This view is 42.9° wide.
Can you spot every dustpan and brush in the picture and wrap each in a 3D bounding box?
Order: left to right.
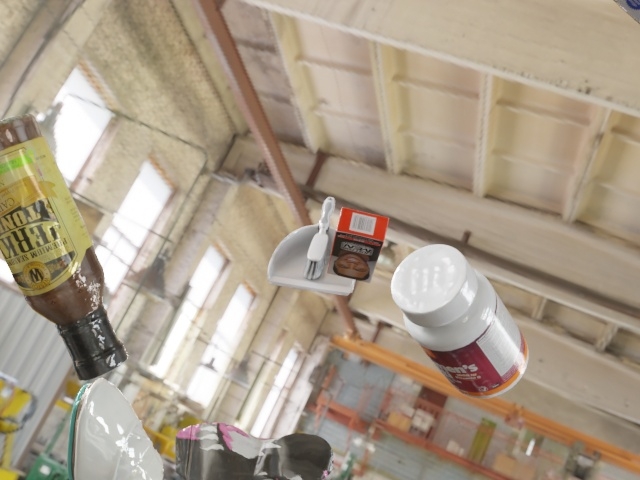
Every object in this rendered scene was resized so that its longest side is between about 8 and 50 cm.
[{"bbox_3d":[0.000,0.000,1.412,0.147,0.211,0.060,8,-55,6],"label":"dustpan and brush"}]

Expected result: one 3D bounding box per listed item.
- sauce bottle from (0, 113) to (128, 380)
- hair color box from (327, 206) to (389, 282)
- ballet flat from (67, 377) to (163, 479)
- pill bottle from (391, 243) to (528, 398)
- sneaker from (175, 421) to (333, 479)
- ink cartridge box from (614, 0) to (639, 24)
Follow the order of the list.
[{"bbox_3d":[-0.345,0.013,1.044,0.111,0.111,0.344,-4,-68,61],"label":"sauce bottle"},{"bbox_3d":[0.054,0.009,1.205,0.072,0.043,0.141,13,-27,2],"label":"hair color box"},{"bbox_3d":[-0.293,0.374,1.201,0.139,0.139,0.400,21,-60,18],"label":"ballet flat"},{"bbox_3d":[0.181,0.107,1.058,0.121,0.121,0.221,12,-26,41],"label":"pill bottle"},{"bbox_3d":[-0.072,0.247,0.892,0.178,0.071,0.077,6,-25,9],"label":"sneaker"},{"bbox_3d":[0.320,-0.147,0.649,0.207,0.046,0.097,41,28,-1],"label":"ink cartridge box"}]
